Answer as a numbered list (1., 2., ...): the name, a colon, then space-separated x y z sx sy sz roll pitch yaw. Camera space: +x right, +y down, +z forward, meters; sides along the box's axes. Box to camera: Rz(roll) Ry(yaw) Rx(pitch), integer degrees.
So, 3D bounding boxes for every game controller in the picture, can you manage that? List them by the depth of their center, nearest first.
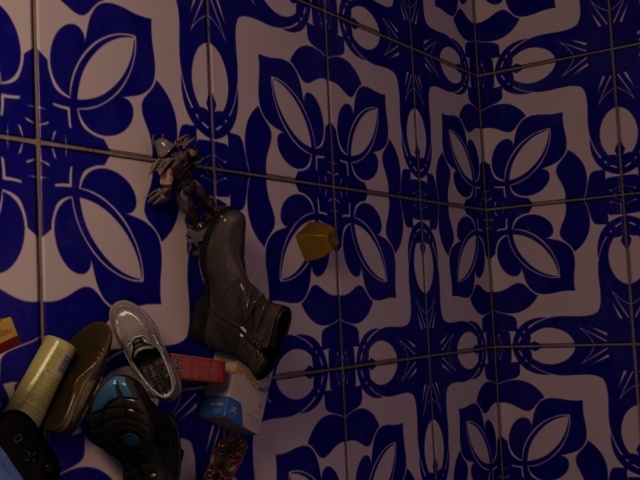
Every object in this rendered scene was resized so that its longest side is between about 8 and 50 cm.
1. game controller: -0.575 0.424 1.510 0.319 0.067 0.166 -43 122 -41

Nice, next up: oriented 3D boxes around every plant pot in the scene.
1. plant pot: 0.000 0.000 2.416 0.081 0.083 0.081 -47 123 -49

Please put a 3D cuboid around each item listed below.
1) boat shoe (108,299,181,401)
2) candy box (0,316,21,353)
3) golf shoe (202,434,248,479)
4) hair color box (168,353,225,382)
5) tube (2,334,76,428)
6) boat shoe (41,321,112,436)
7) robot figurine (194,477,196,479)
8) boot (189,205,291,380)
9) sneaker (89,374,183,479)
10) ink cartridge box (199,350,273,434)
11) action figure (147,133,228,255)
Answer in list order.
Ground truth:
1. boat shoe: -0.344 0.214 1.818 0.227 0.079 0.081 58 -9 6
2. candy box: -0.578 0.171 1.461 0.109 0.187 0.053 -29 106 -52
3. golf shoe: -0.220 0.508 2.054 0.186 0.067 0.086 -55 169 -56
4. hair color box: -0.290 0.271 1.948 0.167 0.093 0.053 20 69 -52
5. tube: -0.519 0.287 1.652 0.062 0.070 0.240 114 -2 -66
6. boat shoe: -0.451 0.262 1.737 0.073 0.080 0.223 69 36 -56
7. robot figurine: -0.282 0.559 1.939 0.101 0.067 0.115 11 76 -42
8. boot: -0.150 0.110 1.973 0.118 0.223 0.338 -19 125 -50
9. sneaker: -0.353 0.371 1.809 0.139 0.125 0.341 -70 159 -49
10. ink cartridge box: -0.182 0.313 2.111 0.134 0.078 0.231 40 53 -45
11. action figure: -0.292 -0.108 2.006 0.185 0.099 0.285 -49 121 -38
